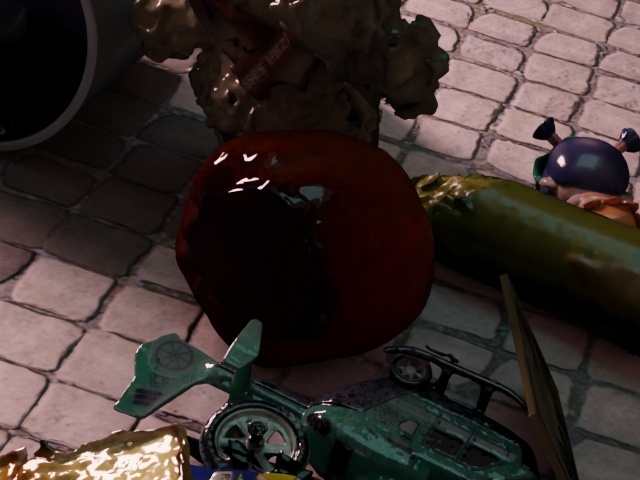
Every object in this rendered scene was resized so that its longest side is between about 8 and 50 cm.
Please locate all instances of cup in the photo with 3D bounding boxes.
[{"bbox_3d":[-0.305,-0.254,1.940,0.331,0.257,0.311,-21,15,29],"label":"cup"}]

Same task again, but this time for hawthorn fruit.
[{"bbox_3d":[0.000,0.000,1.649,0.249,0.215,0.215,-12,39,-34],"label":"hawthorn fruit"}]

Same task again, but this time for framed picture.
[{"bbox_3d":[0.186,0.134,1.578,0.010,0.136,0.201,-20,30,9],"label":"framed picture"}]

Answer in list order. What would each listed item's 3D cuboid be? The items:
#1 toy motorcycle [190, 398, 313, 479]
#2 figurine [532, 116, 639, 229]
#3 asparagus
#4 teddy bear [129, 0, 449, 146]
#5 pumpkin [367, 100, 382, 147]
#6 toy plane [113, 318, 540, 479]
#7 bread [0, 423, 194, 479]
[{"bbox_3d":[-0.082,0.231,1.321,0.169,0.113,0.315,32,47,18],"label":"toy motorcycle"},{"bbox_3d":[0.278,-0.041,1.916,0.111,0.102,0.195,8,30,-14],"label":"figurine"},{"bbox_3d":[0.196,0.004,1.796,0.382,0.128,0.108,24,74,20],"label":"asparagus"},{"bbox_3d":[-0.039,-0.168,1.736,0.357,0.368,0.224,22,46,31],"label":"teddy bear"},{"bbox_3d":[0.011,-0.194,1.969,0.111,0.163,0.278,4,19,-2],"label":"pumpkin"},{"bbox_3d":[0.029,0.156,1.508,0.381,0.106,0.155,25,44,9],"label":"toy plane"},{"bbox_3d":[-0.198,0.191,1.202,0.240,0.135,0.178,-17,59,4],"label":"bread"}]
